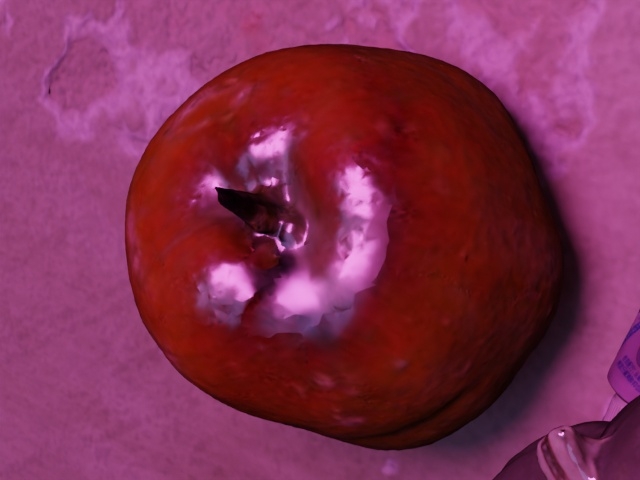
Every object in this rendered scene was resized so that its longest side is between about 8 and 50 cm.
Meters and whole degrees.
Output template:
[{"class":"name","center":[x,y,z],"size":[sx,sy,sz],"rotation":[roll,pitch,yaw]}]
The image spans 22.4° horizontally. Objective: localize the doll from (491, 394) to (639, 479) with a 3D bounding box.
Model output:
[{"class":"doll","center":[0.289,0.238,0.959],"size":[0.382,0.252,0.378],"rotation":[59,161,7]}]

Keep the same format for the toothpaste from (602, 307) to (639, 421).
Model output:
[{"class":"toothpaste","center":[0.238,-0.002,1.019],"size":[0.075,0.048,0.301],"rotation":[34,116,39]}]

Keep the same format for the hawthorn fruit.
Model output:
[{"class":"hawthorn fruit","center":[0.000,0.000,1.039],"size":[0.267,0.301,0.268],"rotation":[-7,77,32]}]
